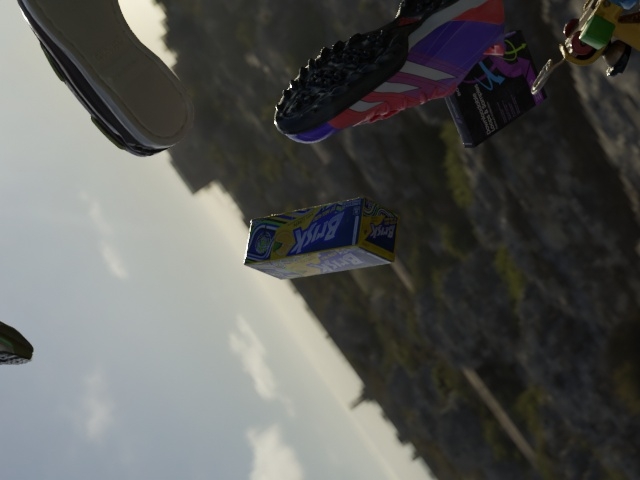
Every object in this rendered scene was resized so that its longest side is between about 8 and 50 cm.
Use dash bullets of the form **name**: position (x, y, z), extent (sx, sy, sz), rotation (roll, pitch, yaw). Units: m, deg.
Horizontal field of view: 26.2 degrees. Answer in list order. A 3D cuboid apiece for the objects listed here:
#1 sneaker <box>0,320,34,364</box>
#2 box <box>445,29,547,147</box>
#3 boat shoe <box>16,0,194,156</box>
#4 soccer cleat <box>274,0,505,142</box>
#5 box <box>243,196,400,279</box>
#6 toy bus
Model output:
- **sneaker**: position (-0.504, 0.024, 1.766), extent (0.158, 0.182, 0.410), rotation (-5, 145, 39)
- **box**: position (0.255, -0.225, 2.034), extent (0.029, 0.162, 0.116), rotation (8, 129, 58)
- **boat shoe**: position (-0.272, -0.237, 1.583), extent (0.324, 0.116, 0.096), rotation (54, 149, -9)
- **soccer cleat**: position (0.085, -0.174, 1.429), extent (0.108, 0.318, 0.116), rotation (13, 135, 46)
- **box**: position (0.000, 0.000, 1.417), extent (0.169, 0.054, 0.059), rotation (-11, 154, 44)
- **toy bus**: position (0.353, -0.255, 1.575), extent (0.104, 0.191, 0.202), rotation (29, 154, -4)
